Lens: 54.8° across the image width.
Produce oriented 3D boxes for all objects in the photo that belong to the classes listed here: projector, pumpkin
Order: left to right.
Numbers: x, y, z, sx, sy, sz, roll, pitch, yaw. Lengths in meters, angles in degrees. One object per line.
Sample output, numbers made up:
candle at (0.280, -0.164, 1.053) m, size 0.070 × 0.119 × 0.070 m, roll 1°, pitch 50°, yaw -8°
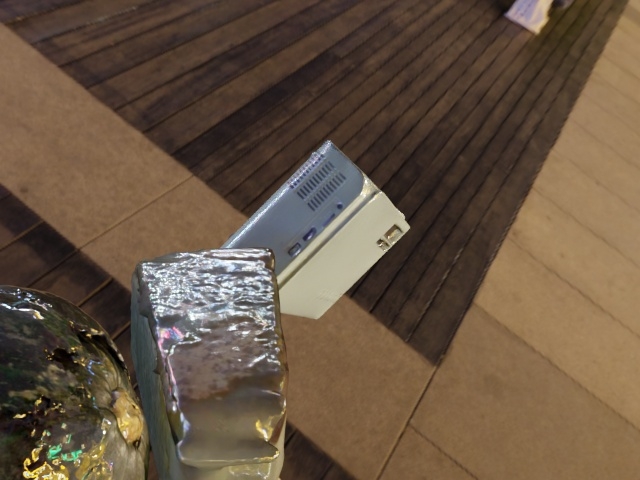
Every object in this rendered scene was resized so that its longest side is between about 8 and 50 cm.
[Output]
pumpkin at (-0.408, 0.280, 0.814) m, size 0.344 × 0.454 × 0.454 m, roll -13°, pitch 50°, yaw 5°
projector at (0.001, -0.005, 0.820) m, size 0.108 × 0.198 × 0.250 m, roll 47°, pitch 6°, yaw 20°

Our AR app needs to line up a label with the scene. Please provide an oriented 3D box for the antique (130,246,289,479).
antique at (-0.092, 0.116, 0.540) m, size 0.150 × 0.125 × 0.284 m, roll 0°, pitch 24°, yaw -15°

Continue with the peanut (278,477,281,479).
peanut at (-0.177, 0.504, 1.241) m, size 0.313 × 0.149 × 0.149 m, roll 29°, pitch 41°, yaw 4°
